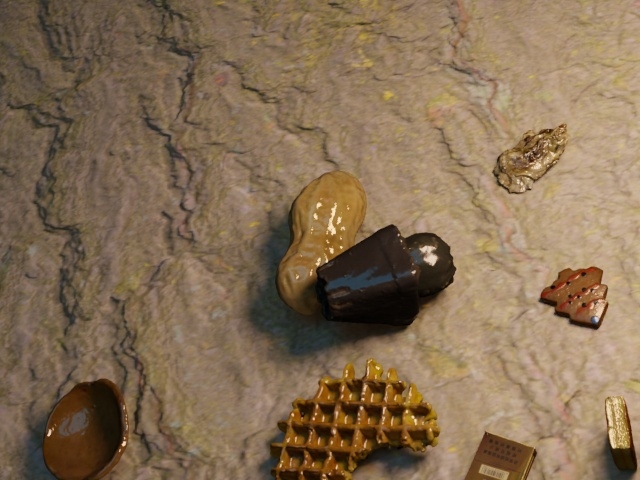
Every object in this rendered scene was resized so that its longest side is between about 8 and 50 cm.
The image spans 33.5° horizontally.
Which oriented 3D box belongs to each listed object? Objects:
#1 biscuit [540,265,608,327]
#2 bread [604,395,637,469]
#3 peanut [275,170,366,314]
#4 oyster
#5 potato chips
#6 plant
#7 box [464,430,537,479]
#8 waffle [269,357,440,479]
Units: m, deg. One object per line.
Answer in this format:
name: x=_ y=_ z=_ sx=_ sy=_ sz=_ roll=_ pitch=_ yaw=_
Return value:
biscuit: x=0.452 y=0.098 z=1.845 sx=0.119 sy=0.019 sz=0.130 roll=-28 pitch=50 yaw=1
bread: x=0.464 y=0.298 z=1.645 sx=0.035 sy=0.094 sz=0.090 roll=-10 pitch=55 yaw=17
peanut: x=0.000 y=0.000 z=2.028 sx=0.149 sy=0.149 sz=0.313 roll=2 pitch=61 yaw=24
oyster: x=0.403 y=-0.169 z=2.042 sx=0.166 sy=0.053 sz=0.108 roll=-40 pitch=40 yaw=0
potato chips: x=-0.426 y=0.363 z=1.985 sx=0.195 sy=0.062 sz=0.208 roll=-45 pitch=53 yaw=-6
plant: x=0.119 y=0.069 z=1.900 sx=0.256 sy=0.164 sz=0.142 roll=-18 pitch=56 yaw=-11
box: x=0.282 y=0.379 z=1.707 sx=0.090 sy=0.023 sz=0.133 roll=12 pitch=61 yaw=31
waffle: x=0.048 y=0.341 z=1.806 sx=0.293 sy=0.069 sz=0.260 roll=-42 pitch=49 yaw=-7
